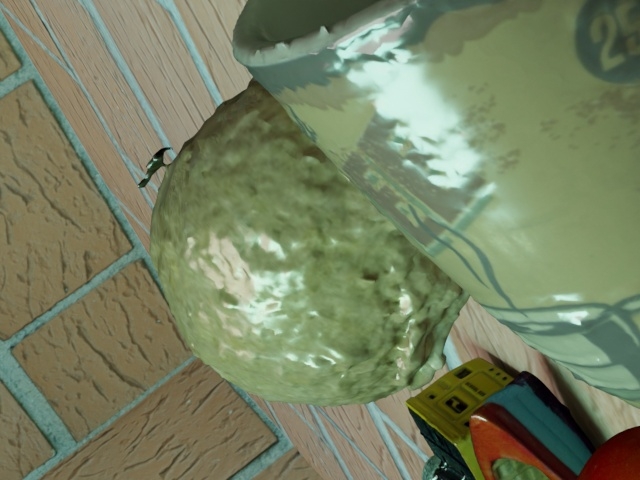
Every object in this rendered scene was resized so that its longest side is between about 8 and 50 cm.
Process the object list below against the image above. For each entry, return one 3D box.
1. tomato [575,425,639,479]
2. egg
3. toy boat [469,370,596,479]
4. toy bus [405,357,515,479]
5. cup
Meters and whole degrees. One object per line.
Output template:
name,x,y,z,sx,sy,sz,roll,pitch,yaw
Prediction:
tomato,0.261,0.224,1.126,0.195,0.136,0.195,51,168,15
egg,0.000,0.000,1.210,0.279,0.279,0.310,50,159,17
toy boat,0.243,0.267,1.418,0.136,0.079,0.392,-1,132,45
toy bus,0.206,0.277,1.539,0.335,0.123,0.121,58,167,-27
cup,0.124,-0.070,0.679,0.257,0.227,0.301,53,-162,-22
